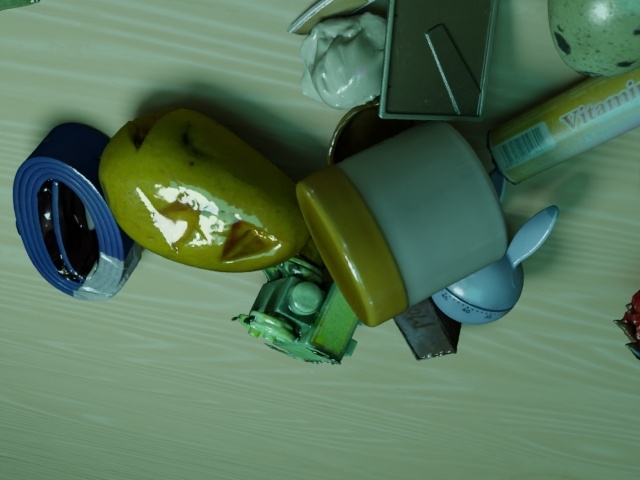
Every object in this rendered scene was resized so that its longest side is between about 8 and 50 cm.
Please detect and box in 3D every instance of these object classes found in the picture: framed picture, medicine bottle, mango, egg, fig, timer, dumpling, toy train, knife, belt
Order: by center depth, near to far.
[{"bbox_3d":[0.359,-0.290,0.924,0.177,0.177,0.228,13,146,4],"label":"egg"},{"bbox_3d":[0.426,-0.205,1.039,0.426,0.108,0.108,-26,121,36],"label":"medicine bottle"},{"bbox_3d":[0.159,-0.262,1.042,0.150,0.015,0.203,0,112,-6],"label":"framed picture"},{"bbox_3d":[0.055,-0.342,1.064,0.256,0.022,0.046,-21,145,35],"label":"knife"},{"bbox_3d":[0.039,-0.253,1.101,0.188,0.108,0.127,-6,123,37],"label":"dumpling"},{"bbox_3d":[0.115,-0.027,1.129,0.232,0.238,0.237,-26,129,-8],"label":"medicine bottle"},{"bbox_3d":[-0.182,-0.073,1.265,0.365,0.182,0.252,18,124,3],"label":"mango"},{"bbox_3d":[0.286,0.023,1.285,0.175,0.175,0.255,33,103,-15],"label":"timer"},{"bbox_3d":[0.000,0.000,1.358,0.109,0.103,0.154,47,152,21],"label":"fig"},{"bbox_3d":[-0.038,0.129,1.407,0.188,0.159,0.272,29,165,-13],"label":"toy train"},{"bbox_3d":[-0.437,-0.044,1.428,0.213,0.117,0.346,12,133,6],"label":"belt"}]

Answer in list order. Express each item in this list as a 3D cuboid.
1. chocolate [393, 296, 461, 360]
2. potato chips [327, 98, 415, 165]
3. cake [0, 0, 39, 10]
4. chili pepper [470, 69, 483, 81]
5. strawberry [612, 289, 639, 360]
[{"bbox_3d":[0.155,0.078,1.376,0.112,0.112,0.321,-13,128,23],"label":"chocolate"},{"bbox_3d":[0.084,-0.136,1.231,0.150,0.049,0.201,-15,127,4],"label":"potato chips"},{"bbox_3d":[-0.569,-0.431,1.142,0.284,0.172,0.158,-13,144,-17],"label":"cake"},{"bbox_3d":[0.148,-0.276,1.079,0.088,0.065,0.169,-27,117,34],"label":"chili pepper"},{"bbox_3d":[0.629,0.088,1.263,0.306,0.137,0.233,-42,134,14],"label":"strawberry"}]
